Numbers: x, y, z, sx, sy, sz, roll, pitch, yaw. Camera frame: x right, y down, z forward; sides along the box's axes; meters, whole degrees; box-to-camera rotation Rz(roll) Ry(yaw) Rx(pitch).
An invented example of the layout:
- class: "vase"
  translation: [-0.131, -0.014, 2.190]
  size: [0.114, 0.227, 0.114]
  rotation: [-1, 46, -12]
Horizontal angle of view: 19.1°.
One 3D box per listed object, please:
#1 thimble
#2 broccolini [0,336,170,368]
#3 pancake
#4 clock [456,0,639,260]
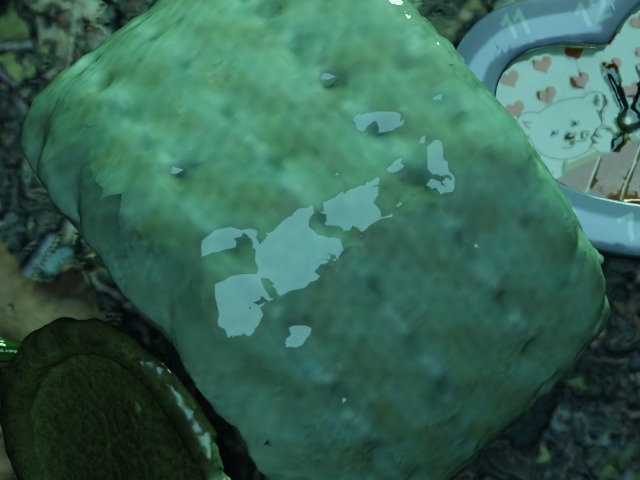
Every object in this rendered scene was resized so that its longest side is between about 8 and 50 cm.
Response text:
- class: "thimble"
  translation: [0.000, 0.000, 0.956]
  size: [0.195, 0.291, 0.291]
  rotation: [-37, 88, -3]
- class: "broccolini"
  translation: [-0.182, 0.066, 1.062]
  size: [0.194, 0.052, 0.054]
  rotation: [7, 91, 0]
- class: "pancake"
  translation: [-0.103, 0.130, 1.005]
  size: [0.021, 0.199, 0.199]
  rotation: [-31, 87, -40]
- class: "clock"
  translation: [0.173, -0.066, 1.061]
  size: [0.198, 0.064, 0.172]
  rotation: [-25, 87, -1]
